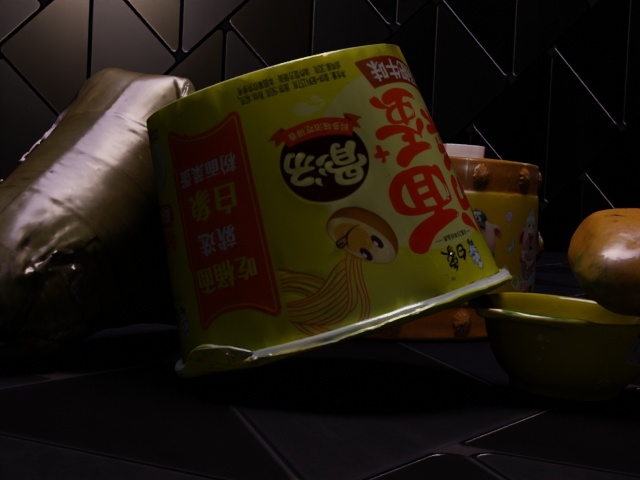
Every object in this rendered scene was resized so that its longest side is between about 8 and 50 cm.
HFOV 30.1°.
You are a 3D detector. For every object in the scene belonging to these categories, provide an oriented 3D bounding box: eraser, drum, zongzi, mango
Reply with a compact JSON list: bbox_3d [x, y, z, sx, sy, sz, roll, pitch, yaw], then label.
[{"bbox_3d":[0.190,-0.118,1.653,0.065,0.026,0.105,6,1,-2],"label":"eraser"},{"bbox_3d":[0.071,-0.002,1.515,0.431,0.214,0.431,2,2,0],"label":"drum"},{"bbox_3d":[-0.220,0.057,1.170,0.160,0.360,0.323,22,51,23],"label":"zongzi"},{"bbox_3d":[0.265,0.019,0.994,0.115,0.089,0.165,10,9,5],"label":"mango"}]

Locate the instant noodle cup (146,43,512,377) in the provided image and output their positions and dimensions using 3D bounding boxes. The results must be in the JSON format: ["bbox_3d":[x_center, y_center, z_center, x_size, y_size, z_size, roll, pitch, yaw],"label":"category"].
[{"bbox_3d":[-0.012,-0.028,1.029,0.311,0.221,0.311,-17,0,0],"label":"instant noodle cup"}]

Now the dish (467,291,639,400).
[{"bbox_3d":[0.207,0.093,1.016,0.208,0.080,0.149,3,6,-33],"label":"dish"}]
